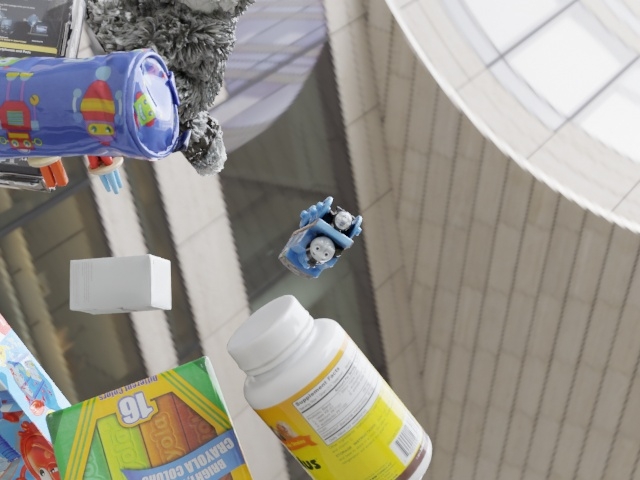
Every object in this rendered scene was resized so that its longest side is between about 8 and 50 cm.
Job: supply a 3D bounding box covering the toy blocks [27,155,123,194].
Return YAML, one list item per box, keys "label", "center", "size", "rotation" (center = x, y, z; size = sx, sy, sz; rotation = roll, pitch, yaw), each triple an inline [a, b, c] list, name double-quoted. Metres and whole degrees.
- label: "toy blocks"
  center: [-0.343, -0.116, 1.559]
  size: [0.054, 0.123, 0.148]
  rotation: [41, -27, 53]

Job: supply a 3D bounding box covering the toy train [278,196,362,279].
- label: "toy train"
  center: [0.000, 0.000, 1.690]
  size: [0.080, 0.105, 0.184]
  rotation: [32, -13, -9]

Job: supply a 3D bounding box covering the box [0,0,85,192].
- label: "box"
  center: [-0.577, -0.252, 1.677]
  size: [0.395, 0.318, 0.097]
  rotation: [5, -13, 0]

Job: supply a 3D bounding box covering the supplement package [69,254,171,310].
- label: "supplement package"
  center: [-0.406, 0.091, 2.269]
  size: [0.179, 0.105, 0.105]
  rotation: [-5, -101, 15]

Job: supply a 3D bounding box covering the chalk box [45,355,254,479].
- label: "chalk box"
  center: [-0.140, 0.300, 1.115]
  size: [0.179, 0.180, 0.289]
  rotation: [83, -16, -55]

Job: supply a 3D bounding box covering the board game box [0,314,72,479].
- label: "board game box"
  center: [-0.456, 0.281, 1.424]
  size: [0.308, 0.086, 0.302]
  rotation: [-29, -73, 18]

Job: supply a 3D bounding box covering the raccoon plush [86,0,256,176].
- label: "raccoon plush"
  center: [-0.166, -0.323, 1.751]
  size: [0.216, 0.299, 0.446]
  rotation: [57, 0, 23]

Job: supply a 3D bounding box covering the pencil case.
- label: "pencil case"
  center: [-0.295, -0.147, 1.214]
  size: [0.306, 0.133, 0.119]
  rotation: [2, -65, 22]

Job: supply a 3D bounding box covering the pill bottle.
- label: "pill bottle"
  center: [0.006, 0.159, 1.093]
  size: [0.117, 0.117, 0.215]
  rotation: [-22, -68, 47]
